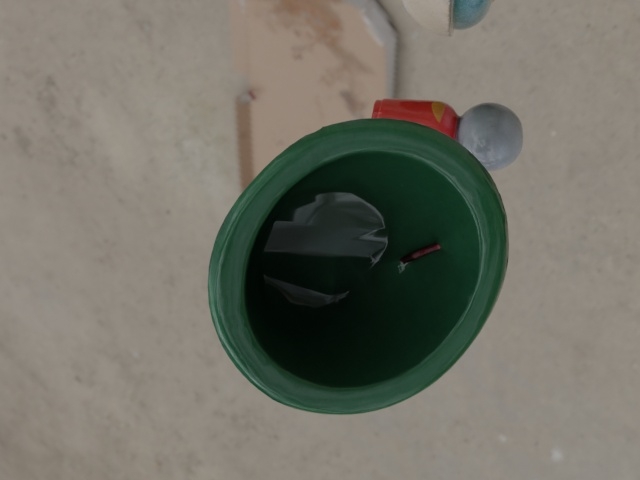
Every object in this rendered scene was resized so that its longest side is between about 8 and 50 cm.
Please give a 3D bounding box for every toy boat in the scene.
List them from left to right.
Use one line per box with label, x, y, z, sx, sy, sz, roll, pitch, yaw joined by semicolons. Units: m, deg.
toy boat;0.142;-0.231;1.292;0.148;0.318;0.267;8;-179;7

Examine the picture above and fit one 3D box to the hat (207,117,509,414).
hat;0.000;0.000;0.835;0.173;0.208;0.183;31;-169;-21
